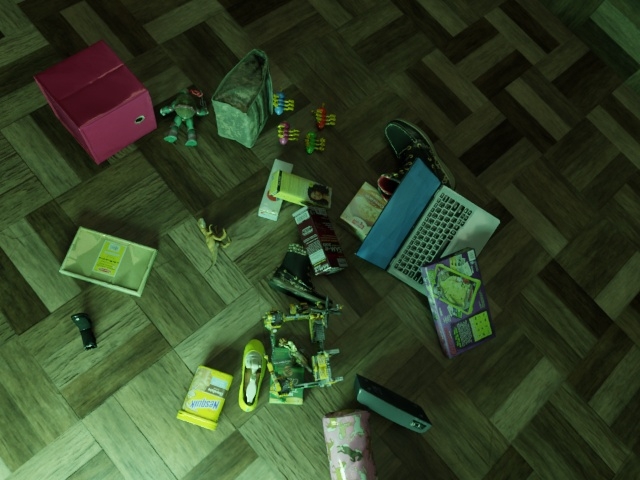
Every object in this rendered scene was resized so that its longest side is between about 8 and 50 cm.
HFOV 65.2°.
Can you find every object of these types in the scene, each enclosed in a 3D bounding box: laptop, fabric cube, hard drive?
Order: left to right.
[{"bbox_3d":[-0.763,-0.472,1.736,0.258,0.254,0.259,-40,83,-21],"label":"fabric cube"},{"bbox_3d":[0.225,0.531,1.629,0.255,0.172,0.054,28,92,-3],"label":"hard drive"},{"bbox_3d":[0.385,-0.012,1.732,0.408,0.236,0.381,32,94,-1],"label":"laptop"}]

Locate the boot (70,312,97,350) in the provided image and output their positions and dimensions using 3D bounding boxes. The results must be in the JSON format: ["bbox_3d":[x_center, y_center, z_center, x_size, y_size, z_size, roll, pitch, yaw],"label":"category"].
[{"bbox_3d":[-0.731,0.285,1.554,0.045,0.121,0.099,-16,69,-13],"label":"boot"}]

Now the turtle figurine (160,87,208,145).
[{"bbox_3d":[-0.510,-0.477,1.866,0.175,0.118,0.234,4,76,-10],"label":"turtle figurine"}]

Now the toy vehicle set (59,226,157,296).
[{"bbox_3d":[-0.704,0.070,1.675,0.267,0.035,0.165,18,69,-4],"label":"toy vehicle set"}]

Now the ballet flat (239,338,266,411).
[{"bbox_3d":[-0.218,0.433,1.621,0.077,0.077,0.230,8,70,-7],"label":"ballet flat"}]

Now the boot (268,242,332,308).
[{"bbox_3d":[-0.042,0.125,1.759,0.237,0.085,0.178,25,65,-3],"label":"boot"}]

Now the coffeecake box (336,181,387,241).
[{"bbox_3d":[0.171,-0.104,1.887,0.142,0.068,0.185,35,69,1],"label":"coffeecake box"}]

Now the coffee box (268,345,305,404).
[{"bbox_3d":[-0.109,0.447,1.656,0.113,0.040,0.184,7,70,-9],"label":"coffee box"}]

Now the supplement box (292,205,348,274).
[{"bbox_3d":[0.000,0.000,1.781,0.073,0.130,0.239,-28,75,28],"label":"supplement box"}]

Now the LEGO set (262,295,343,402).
[{"bbox_3d":[-0.055,0.337,1.580,0.255,0.192,0.331,5,69,-12],"label":"LEGO set"}]

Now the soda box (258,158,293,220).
[{"bbox_3d":[-0.165,-0.186,1.851,0.074,0.069,0.216,17,69,-5],"label":"soda box"}]

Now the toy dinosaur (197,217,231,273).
[{"bbox_3d":[-0.372,0.015,1.755,0.112,0.064,0.211,-22,66,1],"label":"toy dinosaur"}]

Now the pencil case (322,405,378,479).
[{"bbox_3d":[0.112,0.718,1.542,0.167,0.160,0.385,-4,71,-16],"label":"pencil case"}]

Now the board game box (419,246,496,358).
[{"bbox_3d":[0.491,0.219,1.777,0.208,0.056,0.346,-20,100,-21],"label":"board game box"}]

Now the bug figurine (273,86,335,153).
[{"bbox_3d":[-0.079,-0.456,1.932,0.279,0.072,0.216,12,79,-32],"label":"bug figurine"}]

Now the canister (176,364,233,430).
[{"bbox_3d":[-0.360,0.493,1.576,0.126,0.073,0.169,20,67,-4],"label":"canister"}]

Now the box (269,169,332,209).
[{"bbox_3d":[-0.069,-0.179,1.824,0.232,0.058,0.087,14,71,-31],"label":"box"}]

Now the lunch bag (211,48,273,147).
[{"bbox_3d":[-0.264,-0.533,1.862,0.169,0.235,0.286,23,69,4],"label":"lunch bag"}]

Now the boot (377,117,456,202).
[{"bbox_3d":[0.322,-0.279,1.909,0.284,0.138,0.377,-34,87,-37],"label":"boot"}]
